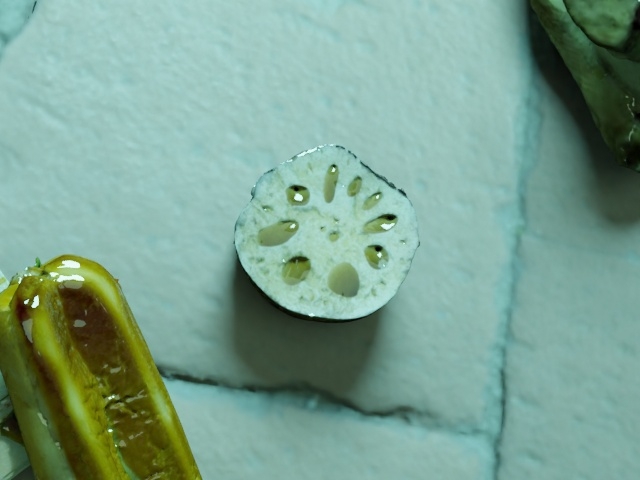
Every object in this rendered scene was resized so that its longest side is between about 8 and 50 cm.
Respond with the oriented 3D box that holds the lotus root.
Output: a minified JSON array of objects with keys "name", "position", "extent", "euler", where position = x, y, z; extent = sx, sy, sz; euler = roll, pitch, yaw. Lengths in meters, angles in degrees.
[{"name":"lotus root","position":[-0.002,0.002,0.945],"extent":[0.122,0.081,0.112],"euler":[40,73,-7]}]

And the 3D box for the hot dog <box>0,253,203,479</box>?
[{"name":"hot dog","position":[-0.137,0.132,0.868],"extent":[0.104,0.076,0.250],"euler":[-35,110,-42]}]

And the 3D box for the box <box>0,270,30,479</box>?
[{"name":"box","position":[-0.226,0.070,0.893],"extent":[0.090,0.024,0.167],"euler":[-37,92,-21]}]

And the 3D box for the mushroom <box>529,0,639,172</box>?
[{"name":"mushroom","position":[0.257,-0.190,1.043],"extent":[0.212,0.217,0.292],"euler":[27,47,33]}]
